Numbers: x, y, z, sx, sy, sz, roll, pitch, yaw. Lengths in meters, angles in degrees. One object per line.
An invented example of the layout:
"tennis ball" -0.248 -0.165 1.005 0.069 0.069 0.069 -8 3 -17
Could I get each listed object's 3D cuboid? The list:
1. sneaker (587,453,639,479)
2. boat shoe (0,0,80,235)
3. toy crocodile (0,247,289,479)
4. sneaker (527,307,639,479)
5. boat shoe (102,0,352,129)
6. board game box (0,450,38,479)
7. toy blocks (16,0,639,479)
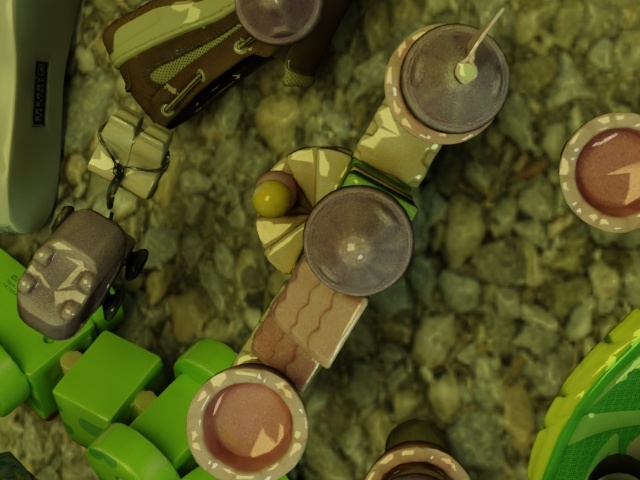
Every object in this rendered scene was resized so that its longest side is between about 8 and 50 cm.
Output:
"sneaker" 0.186 0.191 0.651 0.148 0.131 0.350 21 90 7
"boat shoe" -0.238 -0.140 0.963 0.088 0.096 0.267 6 97 19
"toy crocodile" -0.150 0.105 0.901 0.340 0.105 0.115 30 56 24
"sneaker" 0.238 0.071 0.725 0.295 0.109 0.123 -41 69 16
"boat shoe" -0.020 -0.149 0.875 0.257 0.095 0.095 -22 91 26
"board game box" -0.175 0.235 0.797 0.194 0.060 0.194 7 89 15
"toy blocks" 0.000 0.000 0.703 0.309 0.260 0.288 30 98 1
